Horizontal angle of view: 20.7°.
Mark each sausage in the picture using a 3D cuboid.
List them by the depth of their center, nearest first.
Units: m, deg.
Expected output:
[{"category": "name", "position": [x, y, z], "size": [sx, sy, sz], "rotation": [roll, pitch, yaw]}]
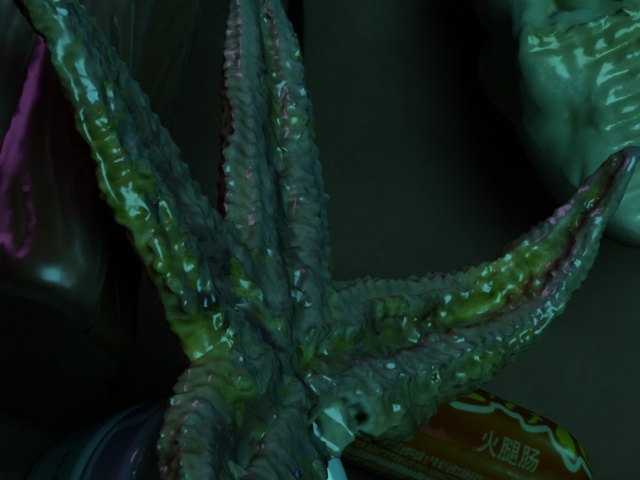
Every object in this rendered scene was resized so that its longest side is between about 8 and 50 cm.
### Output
[{"category": "sausage", "position": [0.060, 0.111, 1.020], "size": [0.264, 0.083, 0.083], "rotation": [24, 67, -22]}]

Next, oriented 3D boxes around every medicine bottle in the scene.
[{"category": "medicine bottle", "position": [-0.072, 0.145, 0.886], "size": [0.135, 0.168, 0.135], "rotation": [7, 74, -26]}]

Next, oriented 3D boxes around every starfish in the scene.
[{"category": "starfish", "position": [-0.006, 0.005, 0.791], "size": [0.398, 0.132, 0.384], "rotation": [-20, 84, -49]}]

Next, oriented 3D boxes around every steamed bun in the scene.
[{"category": "steamed bun", "position": [0.226, -0.150, 1.101], "size": [0.276, 0.203, 0.289], "rotation": [-22, 86, -4]}]

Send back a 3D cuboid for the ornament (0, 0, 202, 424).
[{"category": "ornament", "position": [-0.164, -0.048, 0.880], "size": [0.221, 0.235, 0.217], "rotation": [38, 57, -43]}]
